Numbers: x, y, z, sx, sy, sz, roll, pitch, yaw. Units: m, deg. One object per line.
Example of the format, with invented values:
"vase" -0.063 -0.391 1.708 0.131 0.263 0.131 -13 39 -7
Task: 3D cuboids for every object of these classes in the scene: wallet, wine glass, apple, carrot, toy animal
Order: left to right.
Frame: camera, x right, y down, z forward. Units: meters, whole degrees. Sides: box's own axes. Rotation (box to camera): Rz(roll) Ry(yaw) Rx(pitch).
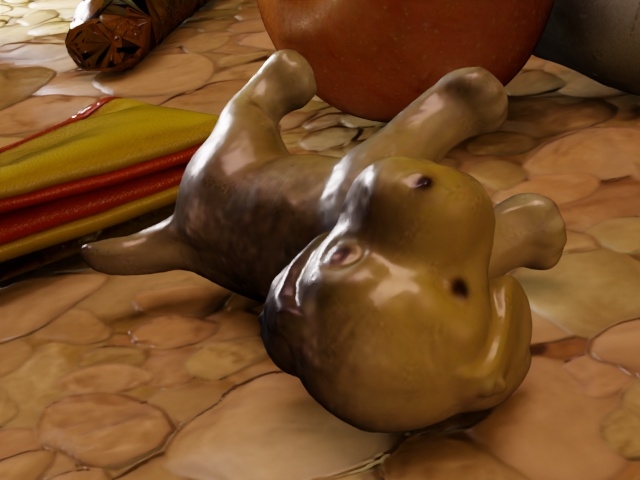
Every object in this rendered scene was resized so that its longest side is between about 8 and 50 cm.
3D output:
"wallet" -0.171 -0.022 0.785 0.241 0.067 0.141 -21 23 -35
"carrot" -0.134 -0.192 1.131 0.069 0.069 0.228 1 26 19
"toy animal" 0.016 -0.005 0.631 0.169 0.121 0.233 -36 32 -26
"apple" 0.047 -0.171 0.856 0.201 0.201 0.162 16 9 41
"wine glass" 0.213 -0.132 0.852 0.103 0.103 0.222 -23 28 -29
